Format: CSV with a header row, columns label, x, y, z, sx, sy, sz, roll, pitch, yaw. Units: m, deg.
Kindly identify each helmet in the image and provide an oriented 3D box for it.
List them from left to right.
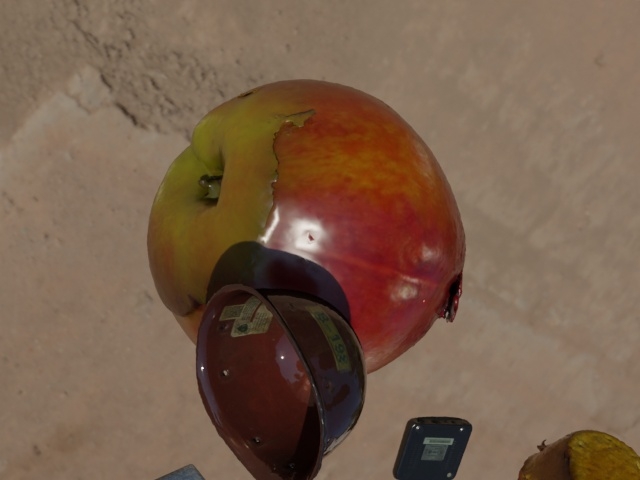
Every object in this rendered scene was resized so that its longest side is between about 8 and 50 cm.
label,x,y,z,sx,sy,sz,roll,pitch,yaw
helmet,-0.014,0.113,0.823,0.106,0.175,0.155,-8,147,-36

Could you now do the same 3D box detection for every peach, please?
label,x,y,z,sx,sy,sz,roll,pitch,yaw
peach,0.000,0.000,1.125,0.370,0.370,0.370,-29,138,-30

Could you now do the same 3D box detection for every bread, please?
label,x,y,z,sx,sy,sz,roll,pitch,yaw
bread,0.616,0.607,2.276,0.337,0.358,0.204,14,135,-12

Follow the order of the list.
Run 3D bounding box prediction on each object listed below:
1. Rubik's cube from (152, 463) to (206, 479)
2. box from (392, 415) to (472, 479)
label,x,y,z,sx,sy,sz,roll,pitch,yaw
Rubik's cube,-0.210,0.463,1.339,0.205,0.205,0.207,-16,133,-36
box,0.193,0.365,1.753,0.126,0.027,0.125,6,110,-25
